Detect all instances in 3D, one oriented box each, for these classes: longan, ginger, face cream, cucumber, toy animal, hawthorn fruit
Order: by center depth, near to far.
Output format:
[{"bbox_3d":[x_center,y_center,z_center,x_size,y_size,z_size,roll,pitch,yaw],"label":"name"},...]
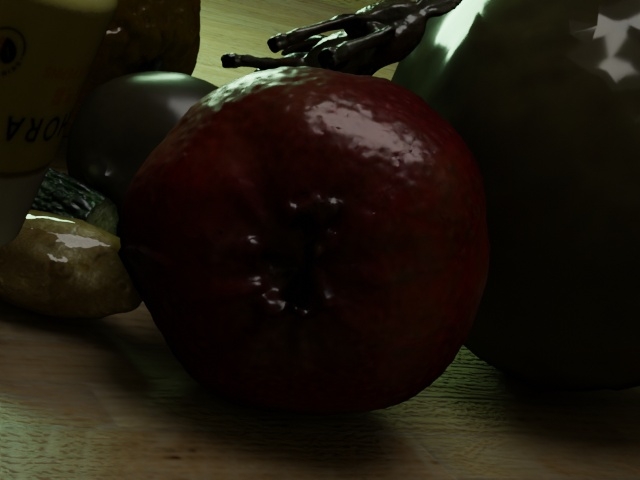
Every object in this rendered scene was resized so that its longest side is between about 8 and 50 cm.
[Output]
[{"bbox_3d":[-0.264,-0.123,0.857,0.218,0.179,0.218,25,17,-8],"label":"face cream"},{"bbox_3d":[-0.354,-0.025,0.947,0.348,0.122,0.363,27,24,31],"label":"ginger"},{"bbox_3d":[0.000,0.000,0.997,0.265,0.265,0.307,21,3,4],"label":"hawthorn fruit"},{"bbox_3d":[-0.273,-0.044,1.141,0.265,0.077,0.077,26,18,28],"label":"cucumber"},{"bbox_3d":[0.010,-0.148,1.158,0.244,0.087,0.260,-13,6,37],"label":"toy animal"},{"bbox_3d":[-0.138,-0.069,1.204,0.189,0.189,0.189,18,17,-6],"label":"longan"},{"bbox_3d":[0.255,-0.078,1.211,0.404,0.404,0.435,15,32,-13],"label":"longan"}]

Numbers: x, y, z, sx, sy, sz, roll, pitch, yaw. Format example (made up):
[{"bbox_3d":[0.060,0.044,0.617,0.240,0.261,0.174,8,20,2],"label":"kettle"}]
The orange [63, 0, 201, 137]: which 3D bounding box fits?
[{"bbox_3d":[-0.292,-0.268,1.408,0.357,0.322,0.322,34,21,23],"label":"orange"}]
